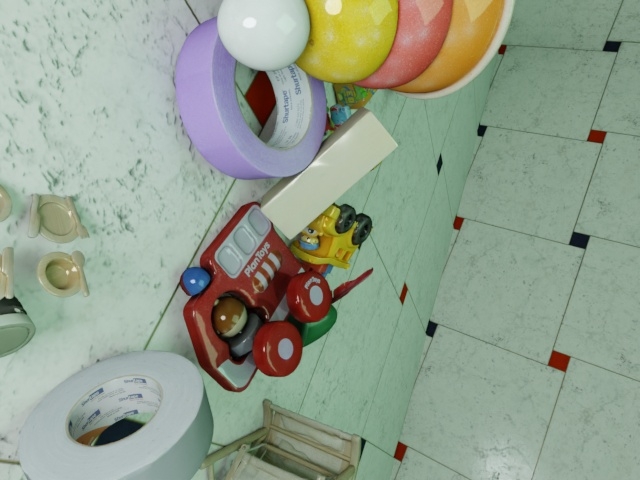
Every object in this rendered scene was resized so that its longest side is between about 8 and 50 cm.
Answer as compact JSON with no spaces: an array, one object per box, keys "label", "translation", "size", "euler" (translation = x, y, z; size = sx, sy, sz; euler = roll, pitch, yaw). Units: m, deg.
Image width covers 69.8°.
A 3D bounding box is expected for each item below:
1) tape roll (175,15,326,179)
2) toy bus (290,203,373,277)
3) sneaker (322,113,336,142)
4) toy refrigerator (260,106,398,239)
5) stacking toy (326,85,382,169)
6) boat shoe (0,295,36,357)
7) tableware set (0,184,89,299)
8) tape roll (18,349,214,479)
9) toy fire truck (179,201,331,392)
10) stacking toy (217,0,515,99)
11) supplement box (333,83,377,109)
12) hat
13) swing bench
[{"label":"tape roll","translation":[-0.104,-0.243,0.780],"size":[0.274,0.090,0.275],"euler":[-1,92,-53]},{"label":"toy bus","translation":[0.000,0.000,1.102],"size":[0.220,0.149,0.212],"euler":[23,95,-60]},{"label":"sneaker","translation":[0.001,-0.269,1.028],"size":[0.279,0.107,0.119],"euler":[-27,118,-58]},{"label":"toy refrigerator","translation":[0.014,-0.128,0.888],"size":[0.094,0.269,0.102],"euler":[46,10,-18]},{"label":"stacking toy","translation":[0.053,-0.232,0.992],"size":[0.167,0.052,0.221],"euler":[-38,121,-43]},{"label":"boat shoe","translation":[-0.395,0.081,0.423],"size":[0.081,0.069,0.227],"euler":[-48,156,17]},{"label":"tableware set","translation":[-0.329,0.001,0.508],"size":[0.168,0.020,0.141],"euler":[12,59,-61]},{"label":"tape roll","translation":[-0.252,0.238,0.585],"size":[0.219,0.219,0.072],"euler":[-42,133,-51]},{"label":"toy fire truck","translation":[-0.139,0.106,0.860],"size":[0.254,0.169,0.302],"euler":[54,47,-24]},{"label":"stacking toy","translation":[0.043,-0.365,0.713],"size":[0.479,0.350,0.351],"euler":[-27,124,-36]},{"label":"supplement box","translation":[0.119,-0.437,1.222],"size":[0.233,0.080,0.078],"euler":[-56,142,-35]},{"label":"hat","translation":[0.022,0.182,1.056],"size":[0.173,0.183,0.209],"euler":[-107,-145,-47]},{"label":"swing bench","translation":[-0.079,0.505,0.978],"size":[0.254,0.253,0.165],"euler":[-26,122,-57]}]
